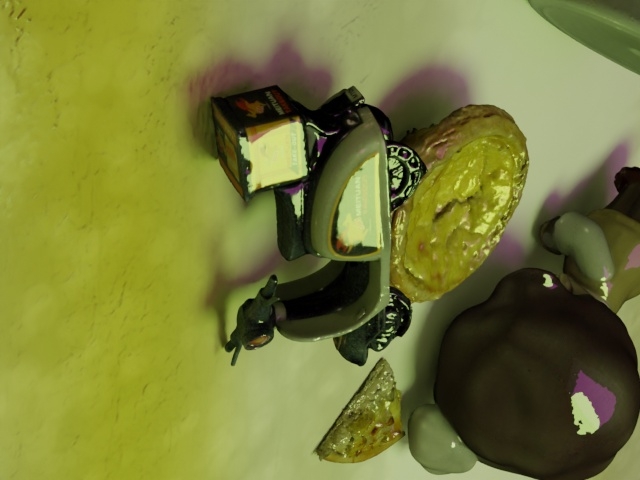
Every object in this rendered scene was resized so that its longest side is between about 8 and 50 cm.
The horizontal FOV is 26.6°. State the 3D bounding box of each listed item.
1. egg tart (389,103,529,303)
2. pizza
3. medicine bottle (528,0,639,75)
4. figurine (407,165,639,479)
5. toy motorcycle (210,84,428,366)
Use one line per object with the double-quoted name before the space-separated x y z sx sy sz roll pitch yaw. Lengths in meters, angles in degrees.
"egg tart" 0.099 -0.036 1.179 0.191 0.074 0.191 -30 136 -35
"pizza" 0.050 0.166 1.302 0.123 0.026 0.109 -8 118 -48
"medicine bottle" 0.332 -0.258 1.169 0.238 0.238 0.232 21 97 -55
"figurine" 0.239 0.072 1.385 0.218 0.206 0.365 106 5 -56
"toy motorcycle" 0.000 0.000 1.049 0.157 0.091 0.263 -14 127 -16
